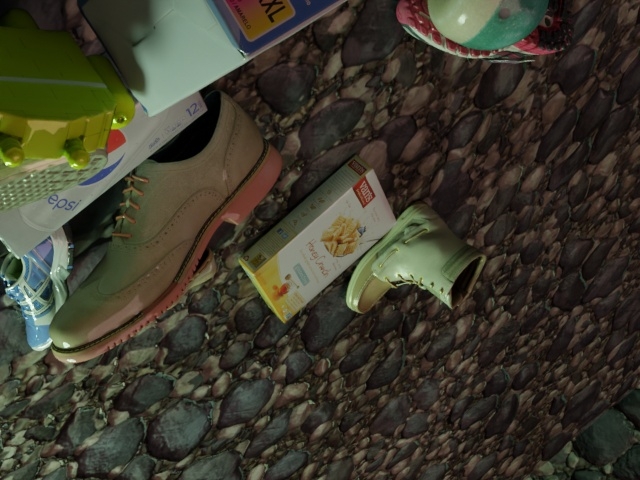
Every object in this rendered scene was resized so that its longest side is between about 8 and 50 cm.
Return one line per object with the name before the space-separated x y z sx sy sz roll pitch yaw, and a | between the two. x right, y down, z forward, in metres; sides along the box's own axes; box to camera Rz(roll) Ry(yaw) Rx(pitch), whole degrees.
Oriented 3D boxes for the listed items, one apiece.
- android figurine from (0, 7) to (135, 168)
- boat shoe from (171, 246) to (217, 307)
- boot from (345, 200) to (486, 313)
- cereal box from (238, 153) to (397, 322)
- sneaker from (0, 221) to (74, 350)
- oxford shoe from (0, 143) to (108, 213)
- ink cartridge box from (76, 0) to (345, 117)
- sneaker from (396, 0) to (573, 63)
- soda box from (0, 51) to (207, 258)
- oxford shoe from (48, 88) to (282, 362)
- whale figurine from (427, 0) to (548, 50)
android figurine | -0.300 -0.150 1.360 0.248 0.273 0.056 -1 125 -32
boat shoe | -0.202 0.052 1.947 0.135 0.050 0.045 -39 146 -31
boot | 0.151 0.063 2.257 0.213 0.165 0.077 -52 147 7
cereal box | 0.000 0.000 2.121 0.240 0.047 0.173 -41 149 -7
sneaker | -0.357 0.053 1.749 0.081 0.080 0.211 -8 131 -23
oxford shoe | -0.446 -0.068 1.456 0.449 0.130 0.169 -20 171 -15
ink cartridge box | -0.013 -0.297 1.399 0.395 0.151 0.270 -33 -172 -26
sneaker | 0.224 -0.300 1.992 0.299 0.112 0.121 3 81 -38
soda box | -0.275 -0.115 1.618 0.286 0.098 0.091 -39 148 -10
oxford shoe | -0.217 -0.023 1.744 0.397 0.140 0.146 -52 127 -26
whale figurine | 0.251 -0.370 1.808 0.141 0.216 0.272 23 107 -19
